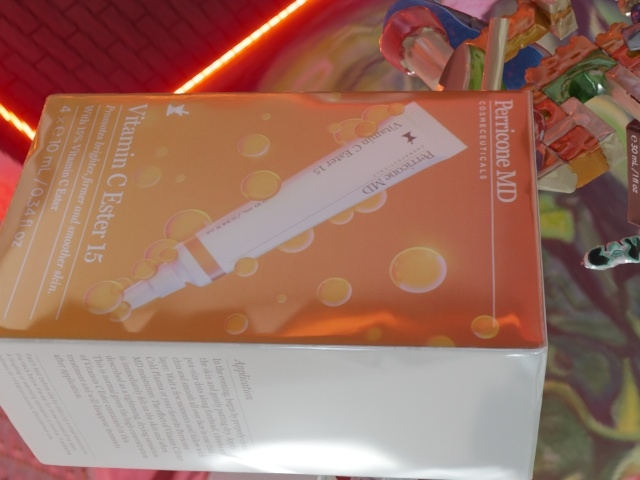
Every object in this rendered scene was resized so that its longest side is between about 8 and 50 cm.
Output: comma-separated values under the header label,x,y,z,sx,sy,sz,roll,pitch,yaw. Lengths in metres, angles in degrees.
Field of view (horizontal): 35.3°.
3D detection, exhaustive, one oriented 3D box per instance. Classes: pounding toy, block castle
label,x,y,z,sx,sy,sz,roll,pitch,yaw
pounding toy,0.165,-0.089,0.945,0.110,0.183,0.237,14,177,-5
block castle,0.332,-0.276,1.335,0.303,0.453,0.213,54,-178,-41

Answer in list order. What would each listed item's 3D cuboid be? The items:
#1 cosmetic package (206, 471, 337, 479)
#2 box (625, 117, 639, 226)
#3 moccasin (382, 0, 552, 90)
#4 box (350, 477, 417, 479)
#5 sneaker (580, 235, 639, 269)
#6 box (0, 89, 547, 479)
label,x,y,z,sx,sy,sz,roll,pitch,yaw
cosmetic package,-0.064,0.381,1.199,0.224,0.138,0.224,67,-144,-59
box,0.628,-0.061,1.426,0.381,0.143,0.191,28,144,42
moccasin,0.260,-0.321,1.749,0.342,0.137,0.117,34,-157,31
box,0.128,0.412,1.865,0.072,0.126,0.137,27,-156,33
sneaker,0.409,0.019,1.398,0.069,0.098,0.038,80,-178,-82
box,-0.028,0.029,0.692,0.168,0.345,0.215,81,-169,-50
